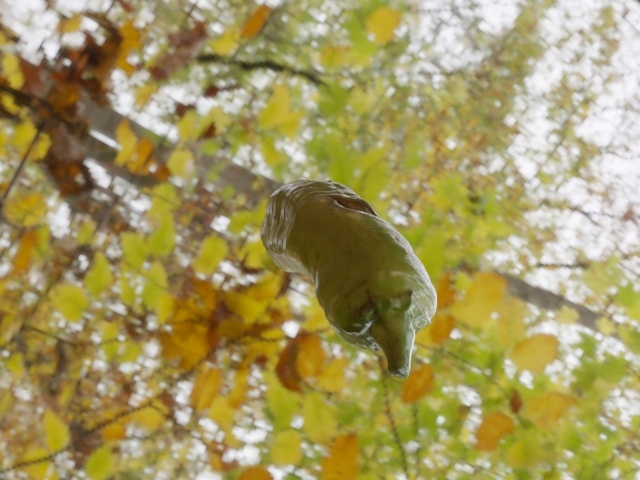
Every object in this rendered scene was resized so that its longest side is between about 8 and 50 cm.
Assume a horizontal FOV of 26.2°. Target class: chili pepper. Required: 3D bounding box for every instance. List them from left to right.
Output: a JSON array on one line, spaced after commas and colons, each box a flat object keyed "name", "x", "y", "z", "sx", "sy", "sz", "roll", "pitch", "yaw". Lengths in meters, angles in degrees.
[{"name": "chili pepper", "x": 0.000, "y": -0.001, "z": 0.535, "sx": 0.043, "sy": 0.049, "sz": 0.208, "roll": -50, "pitch": -162, "yaw": 0}]
